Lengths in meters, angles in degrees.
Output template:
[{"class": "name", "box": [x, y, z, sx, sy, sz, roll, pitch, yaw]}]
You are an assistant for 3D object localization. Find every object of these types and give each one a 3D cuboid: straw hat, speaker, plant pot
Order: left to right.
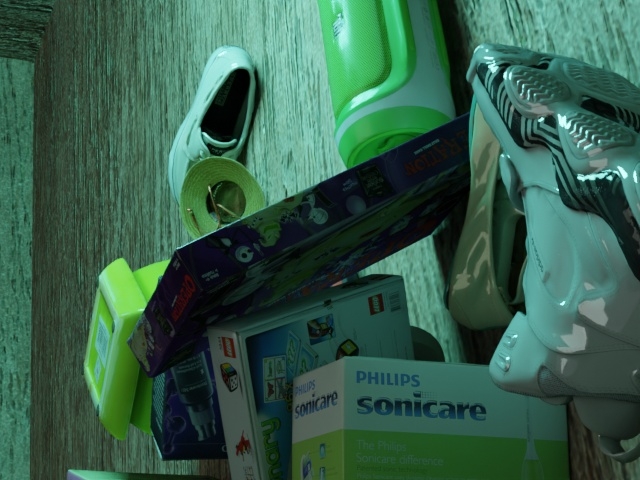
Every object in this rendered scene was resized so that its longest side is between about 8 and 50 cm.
[{"class": "plant pot", "box": [-0.208, 0.151, 1.922, 0.228, 0.207, 0.227, -130, 49, -63]}, {"class": "straw hat", "box": [-0.128, -0.057, 1.965, 0.061, 0.144, 0.144, -33, -37, -60]}, {"class": "speaker", "box": [0.063, -0.203, 1.436, 0.131, 0.131, 0.296, 125, 145, -51]}]

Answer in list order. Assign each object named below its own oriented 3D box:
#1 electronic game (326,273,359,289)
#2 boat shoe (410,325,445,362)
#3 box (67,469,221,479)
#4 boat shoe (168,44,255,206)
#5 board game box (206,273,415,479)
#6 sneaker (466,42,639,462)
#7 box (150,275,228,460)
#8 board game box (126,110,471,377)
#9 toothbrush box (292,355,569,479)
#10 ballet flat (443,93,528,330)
[{"class": "electronic game", "box": [-0.006, 0.109, 1.631, 0.229, 0.048, 0.229, -174, 90, -70]}, {"class": "boat shoe", "box": [0.022, 0.187, 1.452, 0.340, 0.127, 0.158, -59, 15, 29]}, {"class": "box", "box": [-0.219, 0.385, 1.875, 0.243, 0.213, 0.117, 172, 104, -68]}, {"class": "boat shoe", "box": [-0.152, -0.149, 2.028, 0.088, 0.096, 0.267, -116, 46, -61]}, {"class": "board game box", "box": [0.011, 0.200, 1.250, 0.053, 0.193, 0.305, 5, 107, 52]}, {"class": "sneaker", "box": [0.185, -0.004, 1.047, 0.366, 0.137, 0.210, 57, 133, 54]}, {"class": "box", "box": [-0.120, 0.152, 1.669, 0.108, 0.153, 0.207, -137, 48, -70]}, {"class": "board game box", "box": [0.000, 0.000, 1.257, 0.056, 0.347, 0.208, 59, 151, 9]}, {"class": "toothbrush box", "box": [0.090, 0.247, 1.132, 0.122, 0.206, 0.283, 150, 123, -64]}, {"class": "ballet flat", "box": [0.170, -0.040, 1.204, 0.086, 0.086, 0.248, -154, 70, -68]}]
